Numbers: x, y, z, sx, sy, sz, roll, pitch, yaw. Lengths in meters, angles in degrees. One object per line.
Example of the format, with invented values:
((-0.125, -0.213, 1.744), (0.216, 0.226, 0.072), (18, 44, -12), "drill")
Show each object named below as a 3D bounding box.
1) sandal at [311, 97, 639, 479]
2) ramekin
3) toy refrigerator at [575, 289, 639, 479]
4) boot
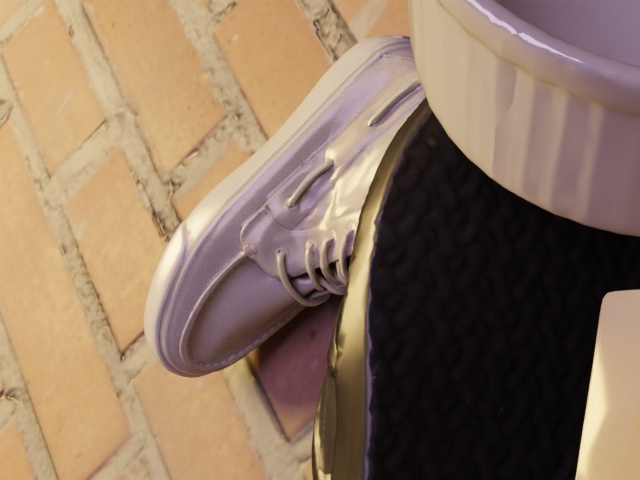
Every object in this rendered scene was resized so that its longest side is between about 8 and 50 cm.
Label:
((0.054, 0.102, 0.906), (0.107, 0.168, 0.445), (-4, 67, 60), "sandal")
((0.169, -0.133, 0.837), (0.277, 0.135, 0.277), (1, 55, -1), "ramekin")
((0.164, 0.163, 0.784), (0.094, 0.102, 0.269), (-5, 62, 35), "toy refrigerator")
((0.000, 0.000, 1.035), (0.258, 0.095, 0.123), (-53, 39, 9), "boot")
